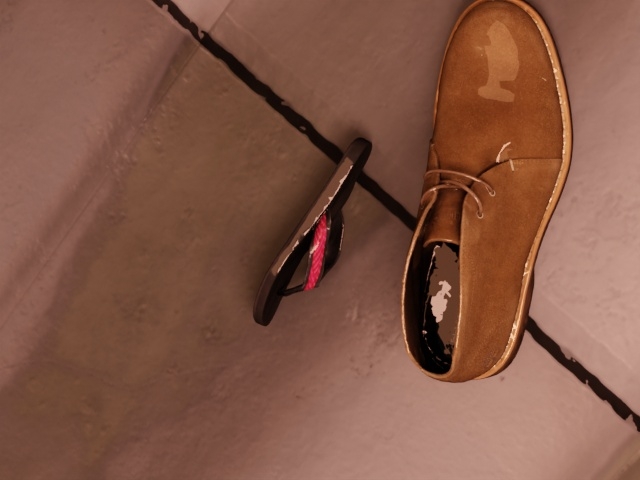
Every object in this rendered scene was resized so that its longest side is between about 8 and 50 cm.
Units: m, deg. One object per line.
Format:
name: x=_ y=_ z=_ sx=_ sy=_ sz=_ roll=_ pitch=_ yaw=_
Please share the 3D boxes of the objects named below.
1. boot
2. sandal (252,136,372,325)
boot: x=0.121 y=-0.039 z=1.193 sx=0.112 sy=0.115 sz=0.305 roll=7 pitch=93 yaw=24
sandal: x=0.000 y=0.000 z=1.273 sx=0.040 sy=0.067 sz=0.179 roll=34 pitch=102 yaw=7
